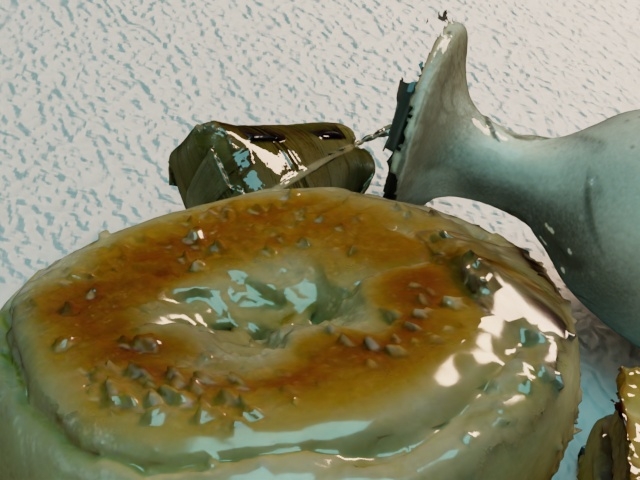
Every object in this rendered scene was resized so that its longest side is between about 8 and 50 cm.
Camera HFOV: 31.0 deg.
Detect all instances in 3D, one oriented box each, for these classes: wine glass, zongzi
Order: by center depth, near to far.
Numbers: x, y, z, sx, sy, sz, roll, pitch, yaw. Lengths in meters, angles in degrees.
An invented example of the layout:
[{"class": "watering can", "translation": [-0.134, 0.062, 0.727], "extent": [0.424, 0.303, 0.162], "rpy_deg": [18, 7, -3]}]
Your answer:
[{"class": "wine glass", "translation": [0.215, -0.017, 0.770], "extent": [0.357, 0.190, 0.190], "rpy_deg": [18, 40, 11]}, {"class": "zongzi", "translation": [0.000, 0.000, 0.802], "extent": [0.189, 0.081, 0.178], "rpy_deg": [-7, 67, -45]}]

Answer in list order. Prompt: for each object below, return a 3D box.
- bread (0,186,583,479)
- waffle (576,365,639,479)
[{"class": "bread", "translation": [-0.017, 0.085, 0.585], "extent": [0.306, 0.158, 0.305], "rpy_deg": [-3, 26, 2]}, {"class": "waffle", "translation": [0.240, 0.214, 0.578], "extent": [0.213, 0.091, 0.308], "rpy_deg": [13, 39, 1]}]
